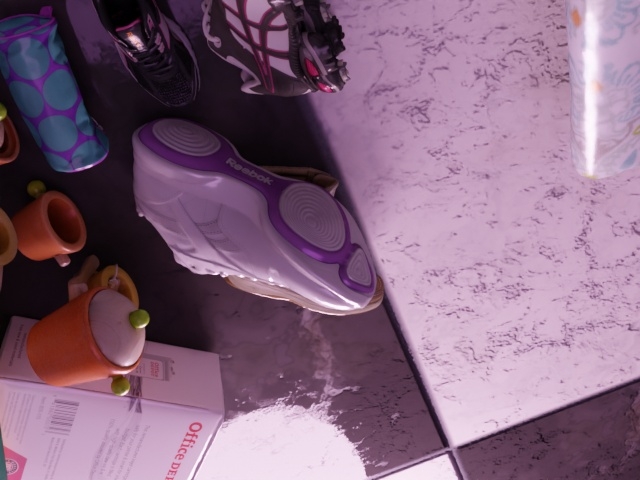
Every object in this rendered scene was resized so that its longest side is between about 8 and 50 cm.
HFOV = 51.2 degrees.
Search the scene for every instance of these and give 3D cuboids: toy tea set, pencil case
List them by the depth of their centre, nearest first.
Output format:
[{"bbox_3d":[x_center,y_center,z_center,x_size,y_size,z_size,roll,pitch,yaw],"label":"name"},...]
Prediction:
[{"bbox_3d":[-0.267,-0.147,0.666,0.070,0.065,0.151,-46,139,-36],"label":"pencil case"},{"bbox_3d":[-0.273,0.001,0.692,0.124,0.200,0.336,-22,122,14],"label":"toy tea set"}]

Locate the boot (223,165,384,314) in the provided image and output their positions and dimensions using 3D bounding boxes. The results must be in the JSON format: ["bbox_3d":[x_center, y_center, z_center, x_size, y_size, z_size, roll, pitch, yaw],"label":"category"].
[{"bbox_3d":[0.000,0.000,0.821,0.213,0.077,0.165,13,120,-13],"label":"boot"}]

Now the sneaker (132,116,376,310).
[{"bbox_3d":[-0.077,-0.010,0.729,0.305,0.114,0.152,34,130,12],"label":"sneaker"}]

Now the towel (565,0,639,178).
[{"bbox_3d":[0.408,-0.243,0.629,0.375,0.090,0.320,-27,138,2],"label":"towel"}]

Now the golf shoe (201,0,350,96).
[{"bbox_3d":[-0.065,-0.216,0.600,0.120,0.105,0.273,-11,150,16],"label":"golf shoe"}]

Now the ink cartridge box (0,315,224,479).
[{"bbox_3d":[-0.296,0.237,0.902,0.283,0.117,0.207,15,120,-21],"label":"ink cartridge box"}]

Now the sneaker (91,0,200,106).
[{"bbox_3d":[-0.177,-0.198,0.640,0.072,0.077,0.178,-25,127,8],"label":"sneaker"}]

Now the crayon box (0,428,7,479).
[{"bbox_3d":[-0.545,0.153,0.722,0.363,0.106,0.312,13,123,4],"label":"crayon box"}]
